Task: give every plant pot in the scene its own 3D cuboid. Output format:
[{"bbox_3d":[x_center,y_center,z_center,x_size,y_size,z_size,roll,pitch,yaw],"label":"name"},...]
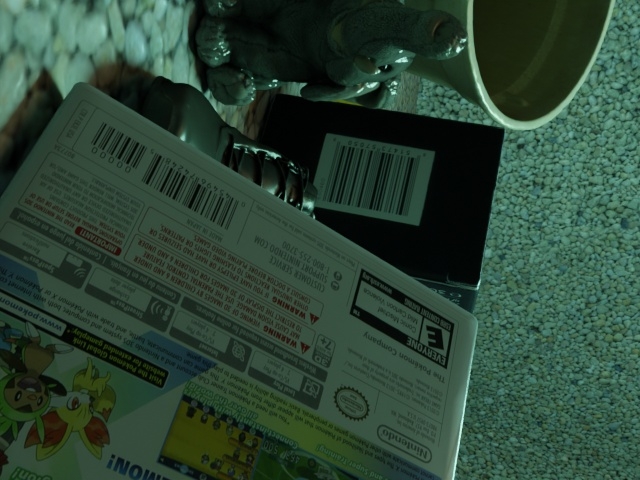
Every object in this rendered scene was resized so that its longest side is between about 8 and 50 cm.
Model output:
[{"bbox_3d":[0.161,-0.335,0.985,0.333,0.305,0.334,-22,122,-40],"label":"plant pot"}]

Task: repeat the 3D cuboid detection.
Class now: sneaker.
[{"bbox_3d":[-0.072,-0.055,0.667,0.286,0.130,0.109,50,52,-75],"label":"sneaker"}]

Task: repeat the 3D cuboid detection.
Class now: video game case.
[{"bbox_3d":[-0.059,0.100,0.449,0.036,0.329,0.300,-37,-152,49],"label":"video game case"}]

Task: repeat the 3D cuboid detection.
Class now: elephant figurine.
[{"bbox_3d":[0.019,-0.186,0.717,0.169,0.239,0.186,87,16,-49],"label":"elephant figurine"}]

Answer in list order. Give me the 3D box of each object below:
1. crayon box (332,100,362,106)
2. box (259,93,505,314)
[{"bbox_3d":[0.068,-0.351,1.271,0.203,0.083,0.323,-63,159,-57],"label":"crayon box"},{"bbox_3d":[0.078,0.001,1.078,0.395,0.293,0.212,70,32,-69],"label":"box"}]
